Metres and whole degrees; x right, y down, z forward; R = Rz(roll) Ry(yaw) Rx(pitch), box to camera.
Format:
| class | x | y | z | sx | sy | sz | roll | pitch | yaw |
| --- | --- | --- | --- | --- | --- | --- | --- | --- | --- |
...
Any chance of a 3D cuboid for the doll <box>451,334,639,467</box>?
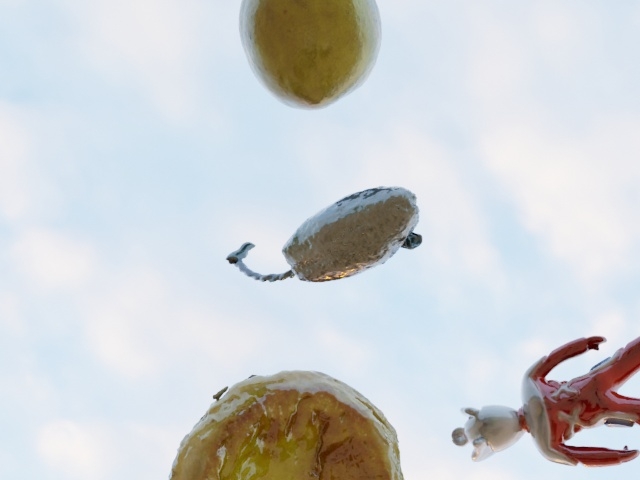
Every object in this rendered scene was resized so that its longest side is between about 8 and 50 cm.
| class | x | y | z | sx | sy | sz | roll | pitch | yaw |
| --- | --- | --- | --- | --- | --- | --- | --- | --- | --- |
| doll | 0.367 | 0.234 | 1.731 | 0.384 | 0.188 | 0.099 | -17 | -25 | 15 |

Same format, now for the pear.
| class | x | y | z | sx | sy | sz | roll | pitch | yaw |
| --- | --- | --- | --- | --- | --- | --- | --- | --- | --- |
| pear | -0.010 | -0.222 | 1.268 | 0.149 | 0.149 | 0.162 | -6 | -65 | 9 |

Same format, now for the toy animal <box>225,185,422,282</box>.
| class | x | y | z | sx | sy | sz | roll | pitch | yaw |
| --- | --- | --- | --- | --- | --- | --- | --- | --- | --- |
| toy animal | -0.005 | 0.008 | 1.096 | 0.253 | 0.079 | 0.070 | -21 | -95 | 45 |

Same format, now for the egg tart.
| class | x | y | z | sx | sy | sz | roll | pitch | yaw |
| --- | --- | --- | --- | --- | --- | --- | --- | --- | --- |
| egg tart | -0.048 | 0.320 | 1.451 | 0.341 | 0.341 | 0.132 | 35 | -18 | -15 |
